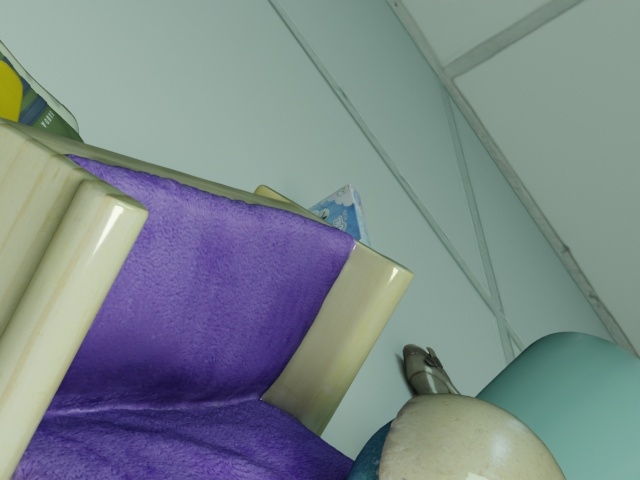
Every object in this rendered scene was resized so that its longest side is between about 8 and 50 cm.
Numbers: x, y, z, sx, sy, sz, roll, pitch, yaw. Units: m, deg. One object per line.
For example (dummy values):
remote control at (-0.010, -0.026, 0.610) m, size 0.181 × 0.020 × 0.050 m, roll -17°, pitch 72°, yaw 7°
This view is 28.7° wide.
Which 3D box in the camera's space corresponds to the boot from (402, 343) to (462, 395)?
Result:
boot at (0.131, 0.158, 1.349) m, size 0.118 × 0.042 × 0.087 m, roll 39°, pitch 23°, yaw -52°

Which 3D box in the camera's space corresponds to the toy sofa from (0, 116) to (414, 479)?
toy sofa at (-0.061, 0.053, 0.622) m, size 0.177 × 0.150 × 0.362 m, roll 31°, pitch 6°, yaw 21°

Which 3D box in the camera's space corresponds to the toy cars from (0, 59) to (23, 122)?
toy cars at (-0.250, -0.067, 0.491) m, size 0.393 × 0.087 × 0.176 m, roll -39°, pitch 118°, yaw -71°

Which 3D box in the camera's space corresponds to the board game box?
board game box at (0.000, 0.000, 1.140) m, size 0.020 × 0.090 × 0.090 m, roll 49°, pitch 18°, yaw -32°

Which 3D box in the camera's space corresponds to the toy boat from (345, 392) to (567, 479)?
toy boat at (0.061, 0.238, 0.643) m, size 0.318 × 0.148 × 0.267 m, roll -79°, pitch 150°, yaw -42°

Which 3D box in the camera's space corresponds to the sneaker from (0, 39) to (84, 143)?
sneaker at (-0.188, -0.063, 0.714) m, size 0.192 × 0.064 × 0.086 m, roll 40°, pitch 19°, yaw -57°

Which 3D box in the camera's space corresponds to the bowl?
bowl at (0.175, 0.242, 0.969) m, size 0.311 × 0.163 × 0.312 m, roll 48°, pitch -33°, yaw 44°
